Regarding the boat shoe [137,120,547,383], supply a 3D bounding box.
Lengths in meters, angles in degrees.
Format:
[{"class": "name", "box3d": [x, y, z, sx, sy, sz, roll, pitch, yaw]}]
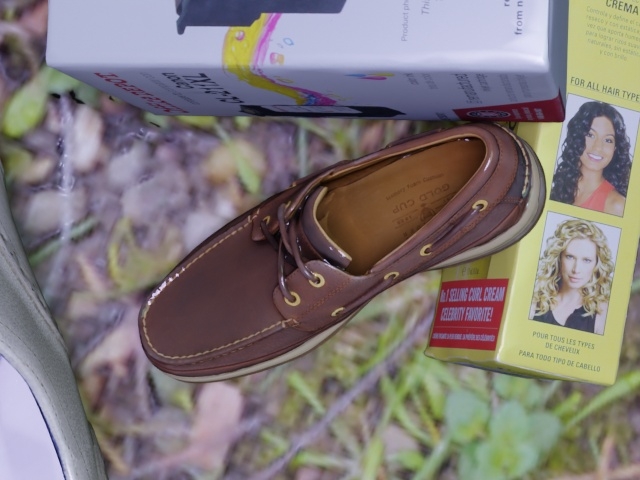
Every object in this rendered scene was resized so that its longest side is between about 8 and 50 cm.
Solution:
[{"class": "boat shoe", "box3d": [0.000, 0.000, 0.581, 0.178, 0.060, 0.064, -26, 71, 12]}]

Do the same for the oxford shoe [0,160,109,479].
[{"class": "oxford shoe", "box3d": [-0.165, -0.006, 0.511, 0.140, 0.146, 0.397, -30, 96, -15]}]

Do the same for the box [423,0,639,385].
[{"class": "box", "box3d": [0.105, -0.056, 0.641, 0.058, 0.087, 0.232, 12, 85, -16]}]

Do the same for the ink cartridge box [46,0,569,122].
[{"class": "ink cartridge box", "box3d": [0.002, -0.087, 0.549, 0.175, 0.127, 0.072, 2, 87, 12]}]
